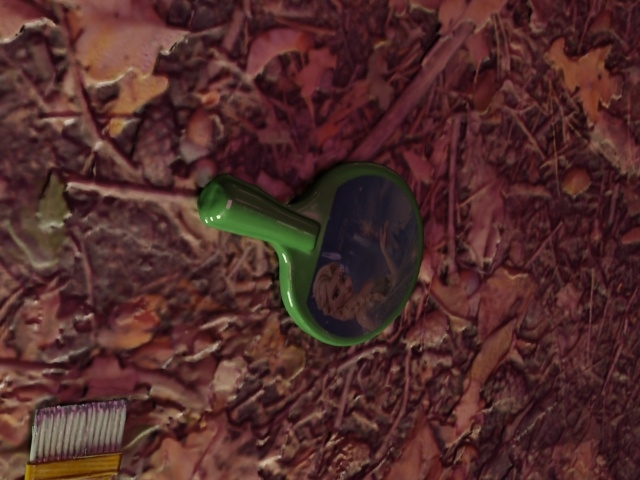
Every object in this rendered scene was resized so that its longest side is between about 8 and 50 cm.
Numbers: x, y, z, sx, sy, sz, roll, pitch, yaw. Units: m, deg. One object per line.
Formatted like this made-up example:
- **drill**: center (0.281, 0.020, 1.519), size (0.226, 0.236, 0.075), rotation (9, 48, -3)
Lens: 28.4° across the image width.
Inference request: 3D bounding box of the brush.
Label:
- **brush**: center (-0.196, 0.227, 0.970), size (0.083, 0.010, 0.218), rotation (1, 102, -40)

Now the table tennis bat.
- **table tennis bat**: center (0.000, 0.000, 1.052), size (0.257, 0.039, 0.160), rotation (21, 86, -43)
